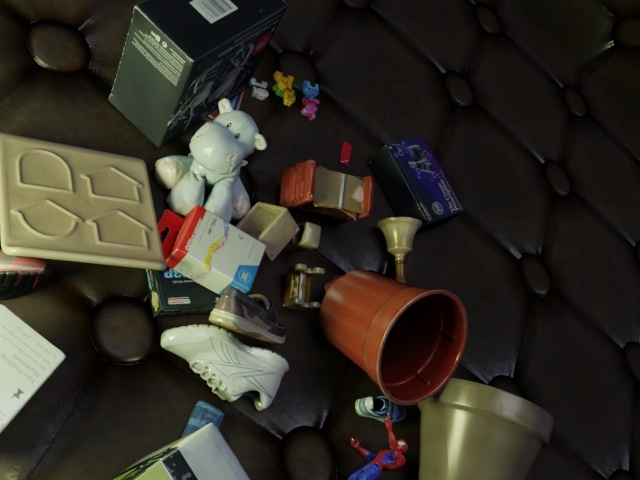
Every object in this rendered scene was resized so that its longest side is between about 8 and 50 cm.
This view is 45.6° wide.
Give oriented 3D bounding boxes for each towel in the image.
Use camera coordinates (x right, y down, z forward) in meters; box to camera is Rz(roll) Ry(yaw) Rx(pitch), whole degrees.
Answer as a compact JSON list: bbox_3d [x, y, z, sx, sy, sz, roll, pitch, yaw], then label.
[{"bbox_3d":[-0.246,0.393,1.566,0.067,0.029,0.119,34,50,-16],"label":"towel"}]

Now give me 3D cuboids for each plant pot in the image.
[{"bbox_3d":[0.150,0.201,1.766,0.272,0.265,0.272,-14,114,-34],"label":"plant pot"},{"bbox_3d":[0.359,0.511,1.798,0.323,0.323,0.280,30,67,-20],"label":"plant pot"}]

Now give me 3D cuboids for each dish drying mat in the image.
[{"bbox_3d":[0.073,-0.249,2.188,0.032,0.008,0.083,28,51,-21],"label":"dish drying mat"}]

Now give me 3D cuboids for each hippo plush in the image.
[{"bbox_3d":[-0.213,-0.179,1.773,0.234,0.236,0.294,50,47,-3],"label":"hippo plush"}]

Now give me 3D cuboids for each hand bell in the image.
[{"bbox_3d":[0.217,0.068,2.074,0.126,0.126,0.242,10,73,-33],"label":"hand bell"}]

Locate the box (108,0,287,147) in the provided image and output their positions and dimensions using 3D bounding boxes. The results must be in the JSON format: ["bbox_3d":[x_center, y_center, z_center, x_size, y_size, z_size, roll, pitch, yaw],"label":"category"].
[{"bbox_3d":[-0.288,-0.440,1.786,0.179,0.312,0.343,44,52,3],"label":"box"}]

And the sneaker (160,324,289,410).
[{"bbox_3d":[-0.205,0.267,1.621,0.297,0.111,0.129,25,62,-21],"label":"sneaker"}]

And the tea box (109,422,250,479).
[{"bbox_3d":[-0.306,0.505,1.251,0.323,0.329,0.220,-29,85,-42],"label":"tea box"}]

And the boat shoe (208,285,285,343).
[{"bbox_3d":[-0.141,0.161,1.647,0.285,0.102,0.092,32,77,-63],"label":"boat shoe"}]

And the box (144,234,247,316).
[{"bbox_3d":[-0.282,0.076,1.704,0.220,0.051,0.175,1,65,-37],"label":"box"}]

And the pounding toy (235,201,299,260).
[{"bbox_3d":[-0.131,-0.022,1.825,0.130,0.141,0.100,-49,130,-24],"label":"pounding toy"}]

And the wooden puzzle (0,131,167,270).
[{"bbox_3d":[-0.502,-0.068,1.574,0.322,0.080,0.348,9,43,-35],"label":"wooden puzzle"}]

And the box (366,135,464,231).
[{"bbox_3d":[0.280,-0.160,2.234,0.184,0.103,0.261,-20,79,-40],"label":"box"}]

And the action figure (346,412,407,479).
[{"bbox_3d":[0.094,0.494,1.721,0.280,0.091,0.139,-19,87,-42],"label":"action figure"}]

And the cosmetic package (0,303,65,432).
[{"bbox_3d":[-0.574,0.242,1.318,0.151,0.151,0.184,41,48,-10],"label":"cosmetic package"}]

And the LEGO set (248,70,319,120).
[{"bbox_3d":[-0.082,-0.395,2.101,0.227,0.087,0.093,12,58,-31],"label":"LEGO set"}]

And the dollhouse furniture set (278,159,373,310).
[{"bbox_3d":[0.000,0.000,1.925,0.201,0.152,0.374,14,75,-31],"label":"dollhouse furniture set"}]

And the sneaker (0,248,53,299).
[{"bbox_3d":[-0.655,0.029,1.407,0.313,0.116,0.136,2,61,-37],"label":"sneaker"}]

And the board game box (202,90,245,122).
[{"bbox_3d":[-0.268,-0.421,2.016,0.145,0.027,0.281,27,52,-21],"label":"board game box"}]

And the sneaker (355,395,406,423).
[{"bbox_3d":[0.156,0.408,1.841,0.144,0.059,0.053,15,55,-31],"label":"sneaker"}]

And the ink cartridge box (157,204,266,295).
[{"bbox_3d":[-0.249,0.019,1.672,0.231,0.078,0.134,31,50,-18],"label":"ink cartridge box"}]
